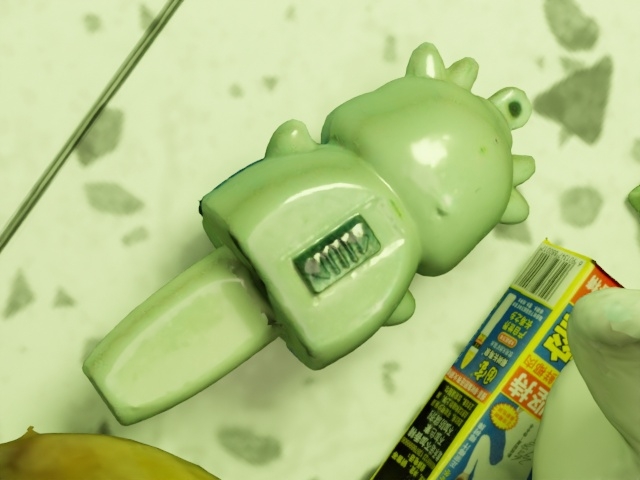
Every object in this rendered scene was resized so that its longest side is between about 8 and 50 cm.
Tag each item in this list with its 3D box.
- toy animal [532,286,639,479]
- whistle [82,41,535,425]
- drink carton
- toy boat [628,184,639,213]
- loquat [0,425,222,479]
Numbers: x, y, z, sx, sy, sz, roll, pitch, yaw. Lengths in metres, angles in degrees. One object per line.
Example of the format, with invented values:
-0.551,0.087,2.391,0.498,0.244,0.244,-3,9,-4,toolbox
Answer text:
0.202,0.123,0.532,0.368,0.241,0.196,23,109,-25,toy animal
0.000,0.000,0.596,0.244,0.092,0.110,-36,105,-10,whistle
0.097,0.087,0.649,0.071,0.056,0.165,38,88,-20,drink carton
0.293,0.041,0.696,0.293,0.055,0.093,35,84,-16,toy boat
-0.121,0.218,0.501,0.275,0.275,0.274,-2,97,-15,loquat
